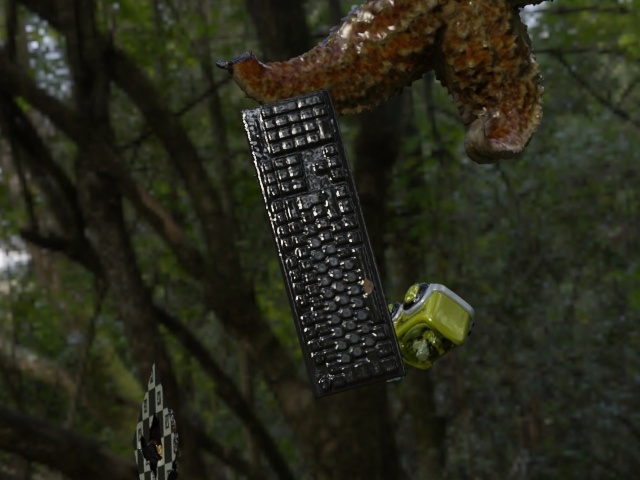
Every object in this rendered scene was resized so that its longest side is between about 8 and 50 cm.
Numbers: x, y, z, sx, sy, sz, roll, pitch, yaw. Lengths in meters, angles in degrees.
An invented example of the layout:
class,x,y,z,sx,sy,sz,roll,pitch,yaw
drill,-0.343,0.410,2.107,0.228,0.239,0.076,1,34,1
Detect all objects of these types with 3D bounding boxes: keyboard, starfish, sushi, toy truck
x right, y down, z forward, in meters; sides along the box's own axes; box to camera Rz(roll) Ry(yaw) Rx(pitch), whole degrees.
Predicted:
class,x,y,z,sx,sy,sz,roll,pitch,yaw
keyboard,0.000,0.000,0.828,0.063,0.198,0.010,-15,-12,1
starfish,0.080,-0.207,0.912,0.303,0.312,0.113,26,-9,-17
sushi,-0.153,0.202,1.263,0.026,0.126,0.120,2,39,-22
toy truck,0.099,0.100,1.289,0.111,0.076,0.077,-42,20,39
